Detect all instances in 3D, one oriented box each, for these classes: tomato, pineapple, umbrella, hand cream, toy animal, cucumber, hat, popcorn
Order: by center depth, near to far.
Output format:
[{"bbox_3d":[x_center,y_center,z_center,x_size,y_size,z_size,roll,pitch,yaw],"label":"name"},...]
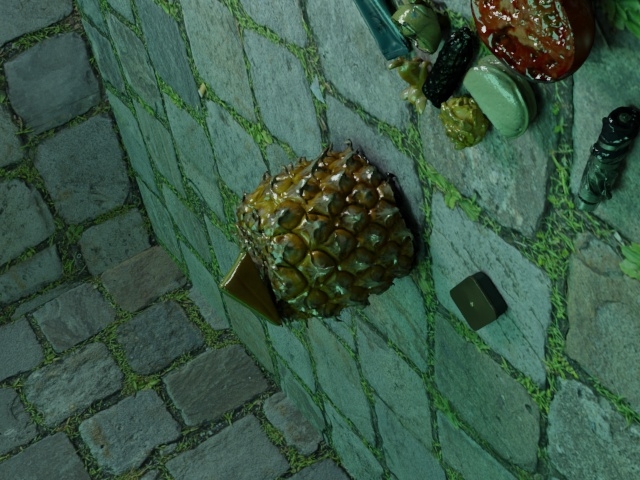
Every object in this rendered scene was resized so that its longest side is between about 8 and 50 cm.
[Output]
[{"bbox_3d":[0.265,-0.269,1.147,0.174,0.082,0.166,61,157,13],"label":"tomato"},{"bbox_3d":[0.356,-0.095,1.213,0.188,0.046,0.050,95,180,-58],"label":"umbrella"},{"bbox_3d":[0.190,-0.255,1.410,0.053,0.053,0.181,56,160,13],"label":"cucumber"},{"bbox_3d":[0.148,-0.318,1.412,0.076,0.059,0.077,33,-168,-37],"label":"hat"},{"bbox_3d":[0.213,-0.178,1.446,0.082,0.057,0.083,59,164,9],"label":"popcorn"},{"bbox_3d":[0.142,-0.244,1.514,0.060,0.081,0.083,33,127,49],"label":"toy animal"},{"bbox_3d":[0.072,-0.391,1.533,0.224,0.048,0.083,60,159,-12],"label":"hand cream"},{"bbox_3d":[-0.002,-0.003,1.893,0.352,0.300,0.352,57,164,26],"label":"pineapple"}]

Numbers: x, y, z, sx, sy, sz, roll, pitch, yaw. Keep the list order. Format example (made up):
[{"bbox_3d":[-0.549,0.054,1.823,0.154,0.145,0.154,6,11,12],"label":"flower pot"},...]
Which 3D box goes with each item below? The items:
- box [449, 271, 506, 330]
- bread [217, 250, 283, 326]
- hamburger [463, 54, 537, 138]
[{"bbox_3d":[0.281,0.108,1.717,0.091,0.031,0.126,57,161,10],"label":"box"},{"bbox_3d":[-0.113,0.094,1.820,0.139,0.084,0.074,35,167,-10],"label":"bread"},{"bbox_3d":[0.256,-0.201,1.321,0.121,0.054,0.084,59,157,-4],"label":"hamburger"}]
